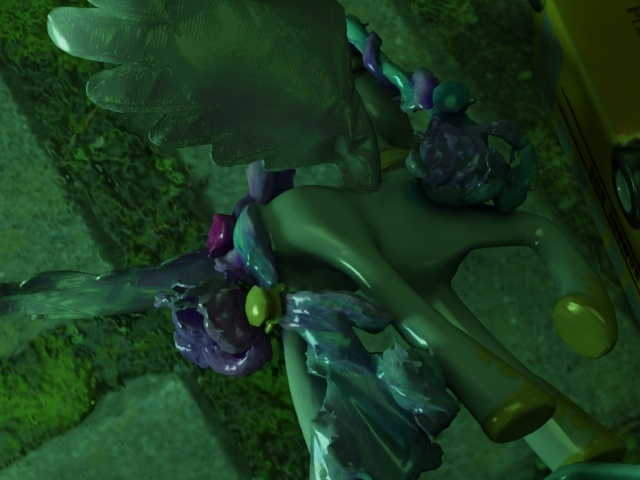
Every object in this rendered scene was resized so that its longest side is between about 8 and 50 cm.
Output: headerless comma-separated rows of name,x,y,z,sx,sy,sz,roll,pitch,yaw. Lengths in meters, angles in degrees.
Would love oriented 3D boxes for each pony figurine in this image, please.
pony figurine,0.000,0.000,0.959,0.351,0.303,0.363,-7,52,-38

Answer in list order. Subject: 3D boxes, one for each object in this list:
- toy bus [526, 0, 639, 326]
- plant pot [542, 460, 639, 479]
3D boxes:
toy bus,0.225,-0.081,1.039,0.108,0.130,0.333,-16,62,-5
plant pot,0.155,0.288,0.785,0.247,0.248,0.252,-36,92,-16
